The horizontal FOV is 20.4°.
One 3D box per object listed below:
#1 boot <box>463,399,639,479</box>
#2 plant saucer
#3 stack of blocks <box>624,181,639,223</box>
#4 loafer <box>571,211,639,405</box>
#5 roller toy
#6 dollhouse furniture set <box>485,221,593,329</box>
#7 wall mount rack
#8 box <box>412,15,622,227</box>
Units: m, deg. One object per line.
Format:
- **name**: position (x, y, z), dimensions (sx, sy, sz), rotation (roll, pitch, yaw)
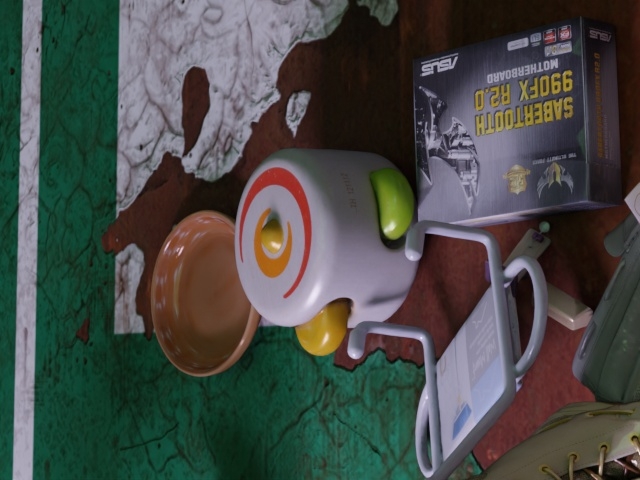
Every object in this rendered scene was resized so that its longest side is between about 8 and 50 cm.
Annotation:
- **boot**: position (0.229, 0.205, 1.518), dimensions (0.262, 0.203, 0.095), rotation (-9, 104, 55)
- **plant saucer**: position (-0.131, 0.064, 2.140), dimensions (0.200, 0.037, 0.200), rotation (-8, 80, 47)
- **stack of blocks**: position (0.392, 0.016, 1.377), dimensions (0.087, 0.297, 0.171), rotation (-51, 51, 31)
- **loafer**: position (0.308, 0.006, 1.610), dimensions (0.111, 0.112, 0.319), rotation (29, 108, 36)
- **roller toy**: position (0.000, 0.000, 1.908), dimensions (0.191, 0.146, 0.209), rotation (38, 119, 51)
- **dollhouse furniture set**: position (0.233, 0.041, 1.765), dimensions (0.114, 0.091, 0.081), rotation (32, 69, 22)
- **wall mount rack**: position (0.103, 0.165, 1.700), dimensions (0.350, 0.130, 0.304), rotation (117, 157, -54)
- **box**: position (0.193, -0.112, 1.789), dimensions (0.231, 0.056, 0.183), rotation (-8, 79, 47)
